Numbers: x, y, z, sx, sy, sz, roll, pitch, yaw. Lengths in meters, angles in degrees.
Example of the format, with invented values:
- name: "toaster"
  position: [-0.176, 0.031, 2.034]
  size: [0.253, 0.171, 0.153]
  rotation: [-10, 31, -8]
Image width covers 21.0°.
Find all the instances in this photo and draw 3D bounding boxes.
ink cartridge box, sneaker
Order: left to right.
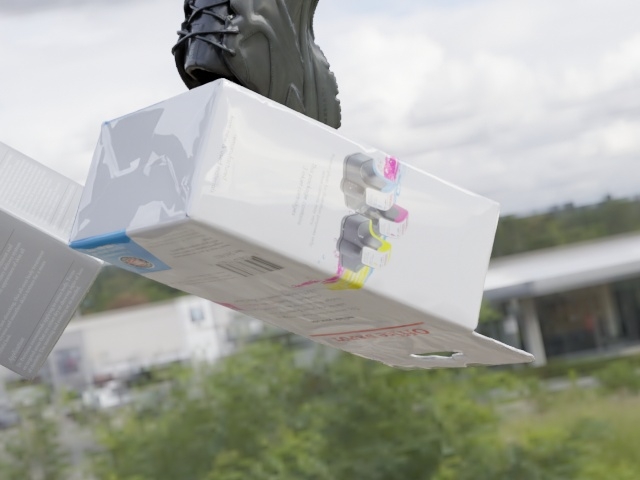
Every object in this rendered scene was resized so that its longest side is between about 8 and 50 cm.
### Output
- name: "sneaker"
  position: [-0.062, -0.187, 1.403]
  size: [0.109, 0.286, 0.130]
  rotation: [-4, 10, 44]
- name: "ink cartridge box"
  position: [0.000, 0.000, 0.734]
  size: [0.181, 0.061, 0.104]
  rotation: [23, -18, -30]

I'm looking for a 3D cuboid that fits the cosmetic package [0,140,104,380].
- name: "cosmetic package"
  position: [-0.282, -0.014, 1.290]
  size: [0.127, 0.238, 0.107]
  rotation: [-54, 9, 25]
